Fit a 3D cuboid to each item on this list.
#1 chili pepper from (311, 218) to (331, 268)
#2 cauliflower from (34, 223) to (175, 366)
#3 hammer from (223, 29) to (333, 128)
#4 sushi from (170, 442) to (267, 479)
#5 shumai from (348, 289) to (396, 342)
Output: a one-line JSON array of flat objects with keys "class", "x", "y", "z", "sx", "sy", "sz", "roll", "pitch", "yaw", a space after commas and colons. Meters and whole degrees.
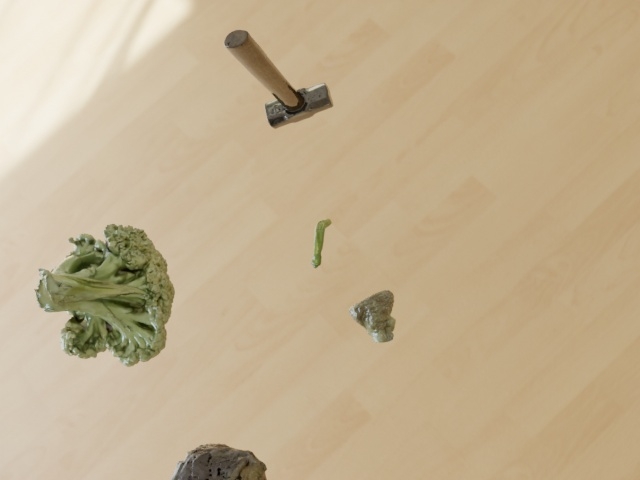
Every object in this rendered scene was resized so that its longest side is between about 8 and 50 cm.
[{"class": "chili pepper", "x": -0.001, "y": 0.000, "z": 1.178, "sx": 0.017, "sy": 0.030, "sz": 0.083, "roll": 4, "pitch": 59, "yaw": 14}, {"class": "cauliflower", "x": -0.444, "y": 0.115, "z": 1.718, "sx": 0.281, "sy": 0.260, "sz": 0.327, "roll": -12, "pitch": 44, "yaw": -36}, {"class": "hammer", "x": -0.068, "y": -0.238, "z": 1.268, "sx": 0.111, "sy": 0.365, "sz": 0.043, "roll": -18, "pitch": 81, "yaw": 10}, {"class": "sushi", "x": -0.127, "y": 0.374, "z": 1.108, "sx": 0.115, "sy": 0.147, "sz": 0.212, "roll": 10, "pitch": 111, "yaw": 38}, {"class": "shumai", "x": 0.098, "y": 0.135, "z": 1.455, "sx": 0.083, "sy": 0.082, "sz": 0.080, "roll": -17, "pitch": 71, "yaw": -34}]
